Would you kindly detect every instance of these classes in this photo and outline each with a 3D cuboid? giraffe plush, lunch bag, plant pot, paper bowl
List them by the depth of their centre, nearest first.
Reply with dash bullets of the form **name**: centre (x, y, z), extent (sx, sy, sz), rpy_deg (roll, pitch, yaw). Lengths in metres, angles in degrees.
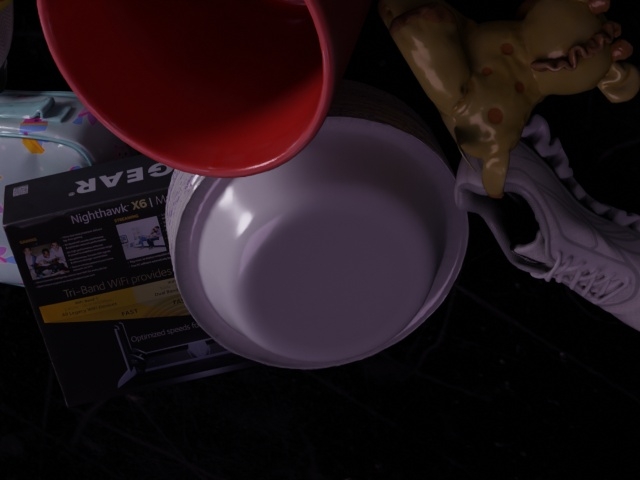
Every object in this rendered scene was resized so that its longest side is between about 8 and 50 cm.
- **giraffe plush**: centre (0.170, -0.160, 1.341), extent (0.170, 0.210, 0.181), rpy_deg (-31, 133, 7)
- **plant pot**: centre (-0.070, -0.231, 1.343), extent (0.275, 0.243, 0.275), rpy_deg (14, 131, 16)
- **paper bowl**: centre (0.000, 0.000, 1.479), extent (0.284, 0.148, 0.284), rpy_deg (-5, 122, -8)
- **lunch bag**: centre (-0.315, -0.062, 1.699), extent (0.279, 0.108, 0.224), rpy_deg (5, 125, 23)

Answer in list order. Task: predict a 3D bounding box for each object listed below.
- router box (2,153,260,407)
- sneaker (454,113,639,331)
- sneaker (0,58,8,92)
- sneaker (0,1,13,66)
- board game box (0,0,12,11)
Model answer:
- **router box**: centre (-0.145, 0.027, 1.610), extent (0.308, 0.081, 0.243), rpy_deg (-12, 125, -1)
- **sneaker**: centre (0.237, 0.007, 1.468), extent (0.292, 0.118, 0.110), rpy_deg (40, 132, -9)
- **sneaker**: centre (-0.409, -0.191, 1.681), extent (0.178, 0.072, 0.077), rpy_deg (25, 144, 19)
- **sneaker**: centre (-0.422, -0.302, 1.569), extent (0.169, 0.108, 0.293), rpy_deg (0, 116, 29)
- **board game box**: centre (-0.306, -0.277, 1.467), extent (0.043, 0.181, 0.092), rpy_deg (4, 127, 24)
